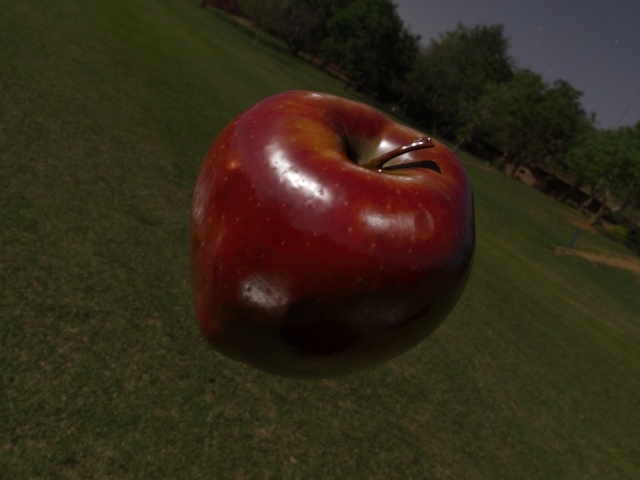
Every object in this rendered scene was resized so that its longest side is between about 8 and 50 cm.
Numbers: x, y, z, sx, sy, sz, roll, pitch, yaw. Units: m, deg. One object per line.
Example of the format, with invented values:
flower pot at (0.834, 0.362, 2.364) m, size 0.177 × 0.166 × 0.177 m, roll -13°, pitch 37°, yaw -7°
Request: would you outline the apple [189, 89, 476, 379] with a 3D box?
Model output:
apple at (0.000, 0.000, 0.585) m, size 0.288 × 0.317 × 0.288 m, roll 16°, pitch 48°, yaw -18°
